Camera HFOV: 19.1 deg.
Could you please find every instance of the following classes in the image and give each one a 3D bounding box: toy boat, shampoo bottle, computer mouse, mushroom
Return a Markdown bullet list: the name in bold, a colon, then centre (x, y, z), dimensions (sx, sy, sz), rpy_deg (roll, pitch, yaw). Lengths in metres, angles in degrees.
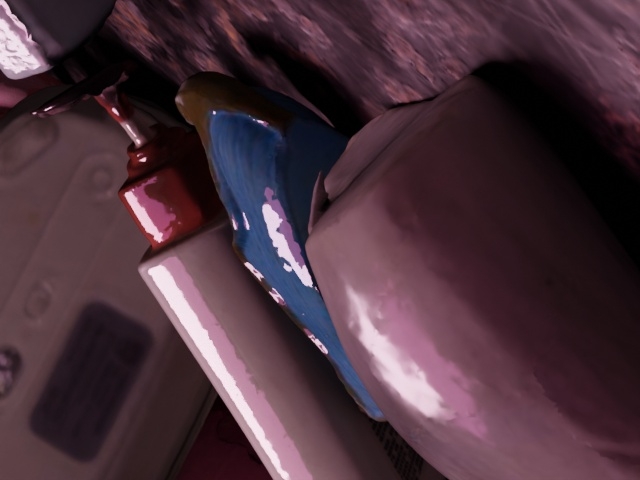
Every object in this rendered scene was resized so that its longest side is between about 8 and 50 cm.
- **toy boat**: centre (0.000, 0.000, 0.864), dimensions (0.077, 0.075, 0.185), rpy_deg (5, 136, 56)
- **shampoo bottle**: centre (-0.035, 0.023, 0.923), dimensions (0.284, 0.071, 0.153), rpy_deg (52, -152, -21)
- **computer mouse**: centre (-0.156, 0.076, 1.044), dimensions (0.197, 0.331, 0.095), rpy_deg (32, -175, 13)
- **mushroom**: centre (0.122, 0.074, 0.708), dimensions (0.329, 0.122, 0.159), rpy_deg (45, -158, 3)

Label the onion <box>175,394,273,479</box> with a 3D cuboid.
- **onion**: centre (-0.057, 0.237, 1.219), dimensions (0.358, 0.345, 0.358), rpy_deg (31, -160, -13)

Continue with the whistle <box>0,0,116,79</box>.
- **whistle**: centre (-0.222, -0.189, 0.806), dimensions (0.289, 0.163, 0.163), rpy_deg (53, 163, -27)

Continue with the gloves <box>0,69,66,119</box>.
- **gloves**: centre (-0.168, -0.036, 1.126), dimensions (0.126, 0.145, 0.241), rpy_deg (19, 160, 37)
